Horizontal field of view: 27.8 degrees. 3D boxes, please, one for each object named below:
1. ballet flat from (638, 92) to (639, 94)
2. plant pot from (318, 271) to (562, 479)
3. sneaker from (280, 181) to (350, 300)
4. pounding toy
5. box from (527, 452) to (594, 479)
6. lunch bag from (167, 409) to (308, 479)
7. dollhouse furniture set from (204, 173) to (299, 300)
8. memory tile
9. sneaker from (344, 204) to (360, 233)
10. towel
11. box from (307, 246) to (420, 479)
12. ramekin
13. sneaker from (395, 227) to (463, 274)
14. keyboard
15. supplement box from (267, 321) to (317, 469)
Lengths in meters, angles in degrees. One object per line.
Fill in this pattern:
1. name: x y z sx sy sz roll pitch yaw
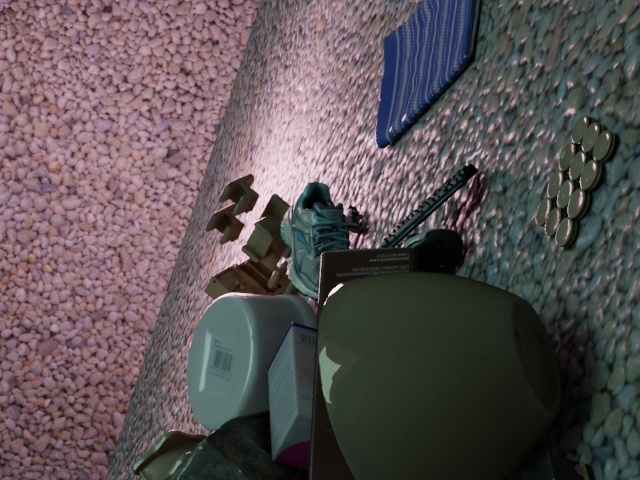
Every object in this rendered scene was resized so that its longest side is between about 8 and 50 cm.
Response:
1. ballet flat: 0.408 -0.206 1.255 0.084 0.058 0.250 -36 -11 -49
2. plant pot: 0.151 0.153 1.412 0.191 0.284 0.284 -20 44 26
3. sneaker: 0.000 0.000 2.220 0.283 0.110 0.122 -115 40 -50
4. pounding toy: -0.223 0.410 2.303 0.154 0.270 0.155 -58 45 13
5. box: 0.237 0.269 1.305 0.062 0.052 0.083 -96 27 -54
6. lunch bag: -0.138 0.403 2.076 0.235 0.169 0.287 -51 -10 20
7. dollhouse furniture set: -0.097 0.016 2.468 0.161 0.212 0.242 -30 -24 -52
8. memory tile: 0.302 -0.071 1.530 0.113 0.012 0.148 -118 47 -69
9. sneaker: 0.055 -0.039 2.289 0.083 0.032 0.037 -116 46 -67
10. towel: 0.177 -0.324 2.179 0.336 0.040 0.243 135 148 -58
11. box: 0.069 0.210 1.652 0.191 0.143 0.381 78 -167 -49
12. ramekin: -0.125 0.223 2.290 0.277 0.135 0.277 -25 60 53
13. sneaker: 0.132 0.022 1.870 0.234 0.084 0.097 132 154 -54
14. keyboard: 0.152 -0.045 1.853 0.180 0.023 0.108 -42 -1 23
15. supplement box: -0.012 0.251 2.053 0.220 0.111 0.114 -96 28 -56
